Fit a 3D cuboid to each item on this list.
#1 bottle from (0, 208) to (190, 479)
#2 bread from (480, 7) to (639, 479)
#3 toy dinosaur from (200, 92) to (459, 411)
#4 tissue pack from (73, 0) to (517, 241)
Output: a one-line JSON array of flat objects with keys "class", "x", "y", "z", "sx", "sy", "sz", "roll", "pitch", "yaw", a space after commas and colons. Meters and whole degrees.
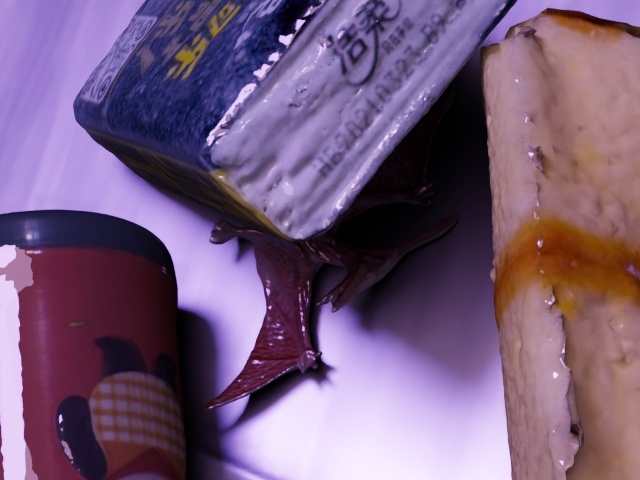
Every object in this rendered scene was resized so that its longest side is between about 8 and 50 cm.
[{"class": "bottle", "x": -0.125, "y": 0.163, "z": 0.865, "sx": 0.144, "sy": 0.144, "sz": 0.336, "roll": -13, "pitch": 67, "yaw": 12}, {"class": "bread", "x": 0.196, "y": 0.031, "z": 0.793, "sx": 0.236, "sy": 0.198, "sz": 0.263, "roll": -6, "pitch": 65, "yaw": 8}, {"class": "toy dinosaur", "x": 0.000, "y": 0.000, "z": 0.951, "sx": 0.108, "sy": 0.032, "sz": 0.220, "roll": 29, "pitch": 77, "yaw": 29}, {"class": "tissue pack", "x": -0.020, "y": -0.104, "z": 0.894, "sx": 0.185, "sy": 0.081, "sz": 0.257, "roll": -52, "pitch": 22, "yaw": -7}]
